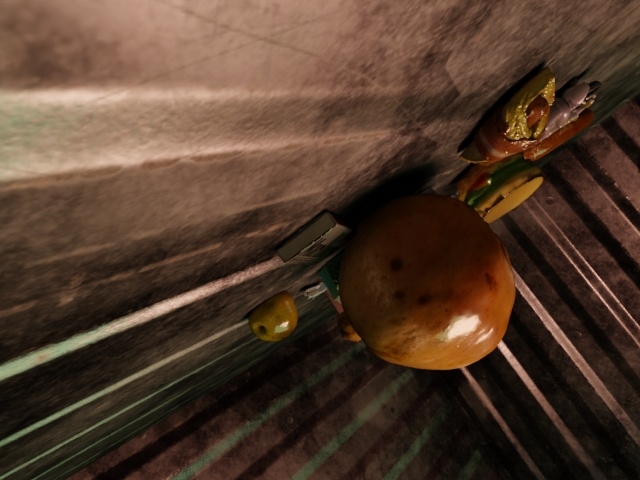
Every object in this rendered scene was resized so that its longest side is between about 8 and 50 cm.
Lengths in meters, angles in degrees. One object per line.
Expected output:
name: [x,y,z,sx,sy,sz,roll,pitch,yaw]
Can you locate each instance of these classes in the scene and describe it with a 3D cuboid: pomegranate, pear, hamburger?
pomegranate: [0.195,0.100,0.970,0.409,0.410,0.410,-33,168,-8]
pear: [-0.114,0.207,1.184,0.141,0.104,0.141,-36,171,-6]
hamburger: [0.482,-0.155,1.256,0.237,0.149,0.237,-29,159,-13]

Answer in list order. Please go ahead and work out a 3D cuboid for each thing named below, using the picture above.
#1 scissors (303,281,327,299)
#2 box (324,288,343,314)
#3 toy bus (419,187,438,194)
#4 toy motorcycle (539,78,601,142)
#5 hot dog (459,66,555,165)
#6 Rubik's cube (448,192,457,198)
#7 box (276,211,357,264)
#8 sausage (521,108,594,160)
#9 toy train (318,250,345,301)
scissors: [-0.008,0.155,1.426,0.125,0.030,0.256,-36,171,13]
box: [0.155,0.200,1.610,0.215,0.215,0.086,-35,179,0]
toy bus: [0.245,-0.064,1.180,0.075,0.064,0.190,-34,169,-31]
toy motorcycle: [0.548,-0.291,1.080,0.152,0.073,0.225,-21,163,-38]
hot dog: [0.364,-0.208,0.860,0.123,0.093,0.261,-30,167,-16]
Rubik's cube: [0.419,-0.086,1.485,0.092,0.092,0.092,-23,163,-43]
box: [0.000,0.000,0.833,0.115,0.036,0.177,-37,167,11]
sausage: [0.732,-0.335,1.389,0.302,0.076,0.103,-30,167,-21]
toy train: [0.102,0.075,1.235,0.203,0.112,0.163,-39,161,19]
